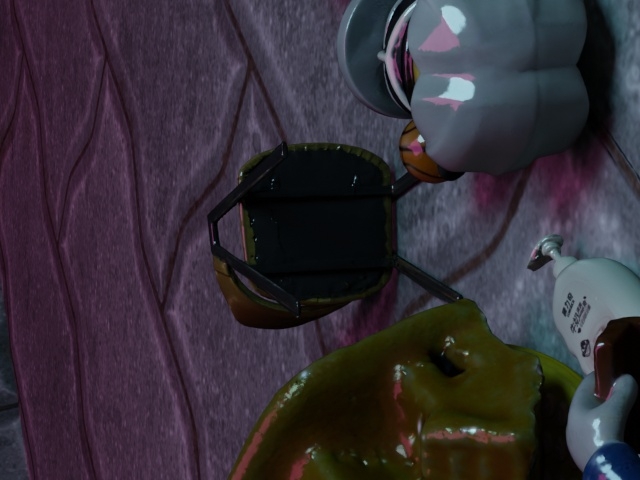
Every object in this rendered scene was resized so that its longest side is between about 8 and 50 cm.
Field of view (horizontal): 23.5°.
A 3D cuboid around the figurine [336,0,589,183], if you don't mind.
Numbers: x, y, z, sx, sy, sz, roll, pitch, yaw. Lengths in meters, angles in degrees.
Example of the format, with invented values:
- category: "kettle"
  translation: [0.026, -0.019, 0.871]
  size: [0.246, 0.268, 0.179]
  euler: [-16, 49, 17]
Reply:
- category: "figurine"
  translation: [0.104, -0.122, 1.119]
  size: [0.236, 0.133, 0.176]
  euler: [-155, 57, -69]

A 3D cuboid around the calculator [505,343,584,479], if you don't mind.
- category: "calculator"
  translation: [0.150, 0.152, 1.143]
  size: [0.235, 0.032, 0.146]
  euler: [-165, 75, -66]

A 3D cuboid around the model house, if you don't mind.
- category: "model house"
  translation: [0.065, 0.190, 1.051]
  size: [0.268, 0.173, 0.239]
  euler: [-65, 31, 12]

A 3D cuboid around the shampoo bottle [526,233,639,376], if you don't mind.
- category: "shampoo bottle"
  translation: [0.185, 0.043, 1.031]
  size: [0.152, 0.045, 0.077]
  euler: [-116, 32, -49]

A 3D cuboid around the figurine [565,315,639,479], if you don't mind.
- category: "figurine"
  translation: [0.238, 0.154, 0.808]
  size: [0.338, 0.205, 0.283]
  euler: [-41, 45, 48]

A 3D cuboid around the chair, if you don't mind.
- category: "chair"
  translation: [0.000, 0.000, 1.349]
  size: [0.247, 0.159, 0.172]
  euler: [-178, 85, -68]
